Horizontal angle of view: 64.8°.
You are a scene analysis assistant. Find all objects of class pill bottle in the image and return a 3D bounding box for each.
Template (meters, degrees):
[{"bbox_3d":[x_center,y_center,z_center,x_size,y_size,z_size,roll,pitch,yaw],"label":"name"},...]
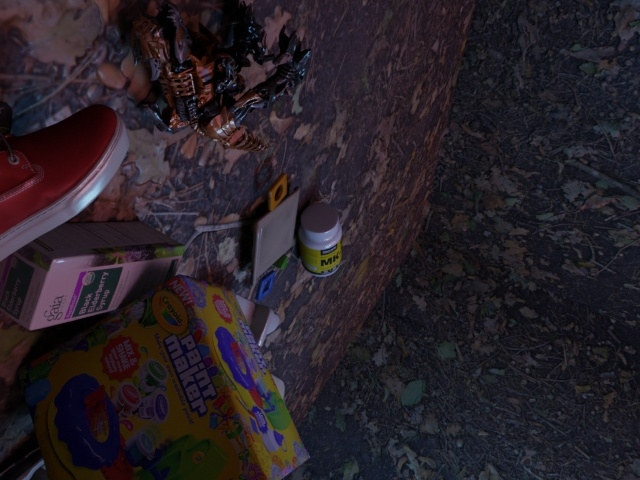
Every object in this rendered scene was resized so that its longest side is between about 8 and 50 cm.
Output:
[{"bbox_3d":[0.000,0.000,1.385,0.119,0.119,0.208,-53,159,-27],"label":"pill bottle"}]

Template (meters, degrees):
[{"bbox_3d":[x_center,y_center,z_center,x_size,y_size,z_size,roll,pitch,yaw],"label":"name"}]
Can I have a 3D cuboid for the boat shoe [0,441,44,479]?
[{"bbox_3d":[-0.442,0.334,0.785,0.125,0.038,0.046,-45,173,-41],"label":"boat shoe"}]

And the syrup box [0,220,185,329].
[{"bbox_3d":[-0.299,0.035,0.669,0.093,0.096,0.237,-67,162,12],"label":"syrup box"}]

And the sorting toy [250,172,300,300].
[{"bbox_3d":[-0.116,-0.018,1.170,0.196,0.047,0.347,-50,158,-46],"label":"sorting toy"}]

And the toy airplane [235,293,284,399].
[{"bbox_3d":[-0.222,0.297,1.058,0.386,0.272,0.384,69,25,-16],"label":"toy airplane"}]

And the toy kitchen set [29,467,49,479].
[{"bbox_3d":[-0.445,0.469,0.827,0.207,0.122,0.166,-46,155,-41],"label":"toy kitchen set"}]

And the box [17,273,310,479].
[{"bbox_3d":[-0.216,0.248,0.716,0.279,0.290,0.177,-31,162,7],"label":"box"}]

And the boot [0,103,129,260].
[{"bbox_3d":[-0.305,-0.078,0.442,0.244,0.088,0.176,-41,145,-12],"label":"boot"}]

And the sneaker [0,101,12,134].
[{"bbox_3d":[-0.324,-0.098,0.513,0.031,0.035,0.083,-22,137,-65],"label":"sneaker"}]

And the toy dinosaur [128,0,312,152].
[{"bbox_3d":[-0.144,-0.225,0.726,0.218,0.164,0.322,-46,178,-5],"label":"toy dinosaur"}]
